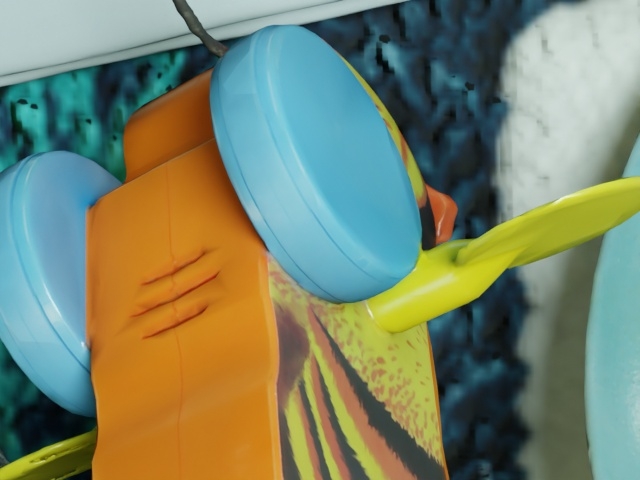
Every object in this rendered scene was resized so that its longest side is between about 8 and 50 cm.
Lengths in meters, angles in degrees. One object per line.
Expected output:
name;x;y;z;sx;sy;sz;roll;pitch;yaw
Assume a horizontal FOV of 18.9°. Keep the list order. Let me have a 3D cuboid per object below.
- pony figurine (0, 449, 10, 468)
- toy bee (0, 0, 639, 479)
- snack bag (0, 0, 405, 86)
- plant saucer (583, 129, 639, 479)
pony figurine;-0.020;0.240;0.560;0.363;0.303;0.351;-2;109;3
toy bee;0.000;0.000;0.514;0.195;0.162;0.298;-6;66;33
snack bag;-0.057;-0.228;0.577;0.323;0.037;0.343;-10;98;19
plant saucer;0.208;0.008;0.449;0.317;0.043;0.318;-21;54;32
